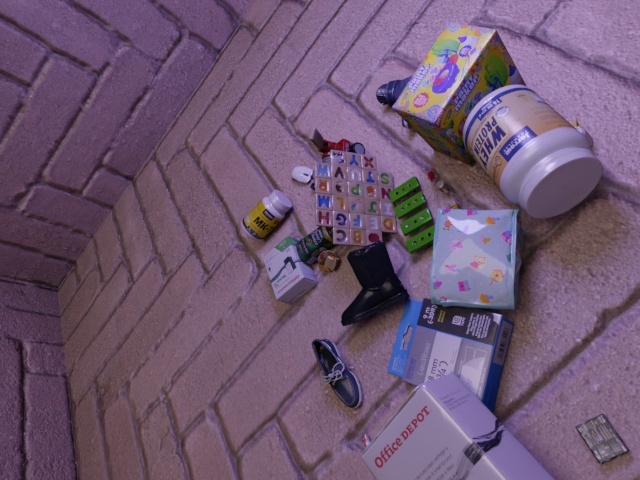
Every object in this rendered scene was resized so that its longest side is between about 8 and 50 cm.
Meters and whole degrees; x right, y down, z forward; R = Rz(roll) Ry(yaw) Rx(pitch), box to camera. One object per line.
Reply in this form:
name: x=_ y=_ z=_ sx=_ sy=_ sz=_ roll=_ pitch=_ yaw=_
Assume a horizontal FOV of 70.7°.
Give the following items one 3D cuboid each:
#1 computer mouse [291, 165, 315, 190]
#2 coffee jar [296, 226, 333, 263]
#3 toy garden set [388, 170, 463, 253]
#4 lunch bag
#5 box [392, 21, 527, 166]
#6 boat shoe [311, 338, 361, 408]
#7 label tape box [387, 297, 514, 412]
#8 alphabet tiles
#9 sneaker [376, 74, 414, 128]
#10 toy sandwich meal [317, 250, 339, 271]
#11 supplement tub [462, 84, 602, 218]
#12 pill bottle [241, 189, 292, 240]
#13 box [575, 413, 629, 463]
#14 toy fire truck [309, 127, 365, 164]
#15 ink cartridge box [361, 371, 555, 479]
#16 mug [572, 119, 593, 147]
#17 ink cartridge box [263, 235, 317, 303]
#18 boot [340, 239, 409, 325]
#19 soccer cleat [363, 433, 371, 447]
computer mouse: x=-0.067 y=-0.270 z=1.870 sx=0.193 sy=0.042 sz=0.106 roll=19 pitch=86 yaw=44
coffee jar: x=0.000 y=0.000 z=1.669 sx=0.184 sy=0.079 sz=0.096 roll=-39 pitch=51 yaw=22
toy garden set: x=0.343 y=-0.103 z=1.437 sx=0.203 sy=0.049 sz=0.244 roll=-33 pitch=52 yaw=29
lunch bag: x=0.415 y=0.057 z=1.203 sx=0.223 sy=0.160 sz=0.262 roll=2 pitch=68 yaw=28
box: x=0.418 y=-0.429 z=1.348 sx=0.177 sy=0.279 sz=0.290 roll=40 pitch=100 yaw=44
boat shoe: x=0.047 y=0.420 z=1.446 sx=0.095 sy=0.079 sz=0.255 roll=-43 pitch=49 yaw=19
label tape box: x=0.324 y=0.293 z=1.240 sx=0.333 sy=0.106 sz=0.241 roll=8 pitch=77 yaw=43
alphabet tiles: x=0.118 y=-0.142 z=1.503 sx=0.011 sy=0.285 sz=0.343 roll=134 pitch=139 yaw=-63
sneaker: x=0.275 y=-0.488 z=1.623 sx=0.163 sy=0.086 sz=0.226 roll=0 pitch=62 yaw=30
toy sandwich meal: x=0.026 y=0.077 z=1.629 sx=0.085 sy=0.029 sz=0.086 roll=2 pitch=96 yaw=22
supplement tub: x=0.540 y=-0.232 z=1.177 sx=0.228 sy=0.228 sz=0.316 roll=-40 pitch=45 yaw=21
pill bottle: x=-0.224 y=-0.107 z=1.884 sx=0.208 sy=0.119 sz=0.119 roll=-43 pitch=49 yaw=20
box: x=0.614 y=0.432 z=0.985 sx=0.067 sy=0.018 sz=0.083 roll=-41 pitch=50 yaw=21
toy fire truck: x=0.038 y=-0.282 z=1.615 sx=0.158 sy=0.246 sz=0.217 roll=-26 pitch=54 yaw=55
ink cartridge box: x=0.322 y=0.547 z=1.013 sx=0.395 sy=0.166 sz=0.285 roll=48 pitch=119 yaw=33
mug: x=0.679 y=-0.277 z=1.202 sx=0.062 sy=0.064 sz=0.078 roll=-41 pitch=49 yaw=22
ink cartridge box: x=-0.118 y=0.113 z=1.718 sx=0.153 sy=0.087 sz=0.208 roll=-41 pitch=51 yaw=21
boot: x=0.134 y=0.135 z=1.431 sx=0.246 sy=0.094 sz=0.207 roll=-30 pitch=81 yaw=21
soccer cleat: x=0.150 y=0.606 z=1.313 sx=0.035 sy=0.029 sz=0.083 roll=-28 pitch=58 yaw=19
